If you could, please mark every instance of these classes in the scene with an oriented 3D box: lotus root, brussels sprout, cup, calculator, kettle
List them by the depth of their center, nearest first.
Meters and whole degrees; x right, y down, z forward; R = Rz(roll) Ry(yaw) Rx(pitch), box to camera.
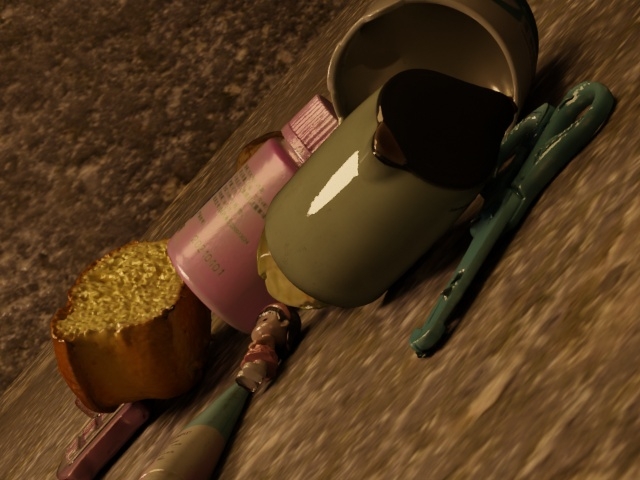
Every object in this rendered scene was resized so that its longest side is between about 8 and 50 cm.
[{"bbox_3d":[0.086,-0.068,1.515,0.240,0.165,0.255,-23,-17,-39],"label":"kettle"},{"bbox_3d":[0.001,0.004,1.701,0.161,0.144,0.180,18,45,39],"label":"brussels sprout"},{"bbox_3d":[0.138,-0.183,1.707,0.257,0.219,0.290,-56,-18,-60],"label":"cup"},{"bbox_3d":[-0.320,0.286,2.136,0.194,0.043,0.294,-49,8,-7],"label":"calculator"},{"bbox_3d":[-0.070,-0.121,2.401,0.138,0.138,0.214,-51,13,-22],"label":"lotus root"}]

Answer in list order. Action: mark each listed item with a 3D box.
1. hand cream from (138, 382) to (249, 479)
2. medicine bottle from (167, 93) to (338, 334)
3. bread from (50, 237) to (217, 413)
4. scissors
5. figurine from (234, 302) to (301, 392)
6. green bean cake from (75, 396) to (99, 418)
[{"bbox_3d":[-0.144,0.245,1.628,0.111,0.070,0.312,-43,4,24],"label":"hand cream"},{"bbox_3d":[-0.045,-0.033,1.872,0.291,0.178,0.178,-46,11,9],"label":"medicine bottle"},{"bbox_3d":[-0.247,0.131,1.980,0.194,0.179,0.340,-10,19,9],"label":"bread"},{"bbox_3d":[0.179,-0.030,1.431,0.180,0.032,0.393,-32,19,53],"label":"scissors"},{"bbox_3d":[-0.063,0.131,1.719,0.072,0.054,0.129,-56,9,44],"label":"figurine"},{"bbox_3d":[-0.342,0.223,2.372,0.135,0.056,0.135,-44,10,11],"label":"green bean cake"}]
